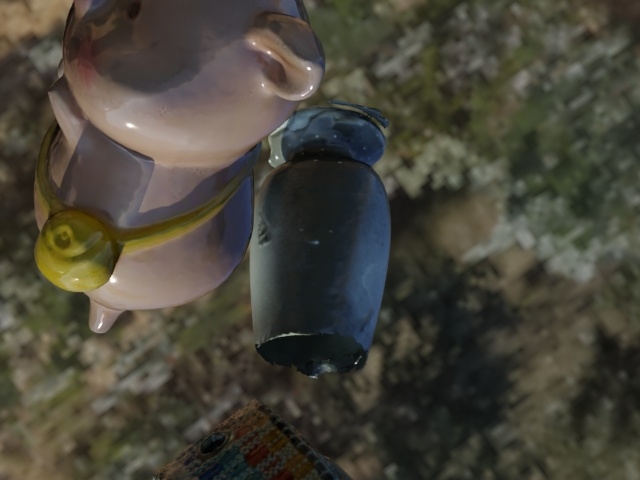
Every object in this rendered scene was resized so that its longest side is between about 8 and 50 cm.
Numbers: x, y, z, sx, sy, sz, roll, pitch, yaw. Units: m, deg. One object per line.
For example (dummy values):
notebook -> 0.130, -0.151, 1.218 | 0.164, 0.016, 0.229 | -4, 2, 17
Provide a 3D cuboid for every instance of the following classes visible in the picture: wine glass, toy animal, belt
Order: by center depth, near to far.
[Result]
toy animal -> -0.089, -0.057, 1.072 | 0.248, 0.149, 0.165 | -60, -151, 32
wine glass -> 0.000, 0.000, 1.511 | 0.111, 0.111, 0.204 | -27, -129, 47
belt -> -0.016, 0.279, 1.767 | 0.160, 0.207, 0.295 | -36, -131, -16
